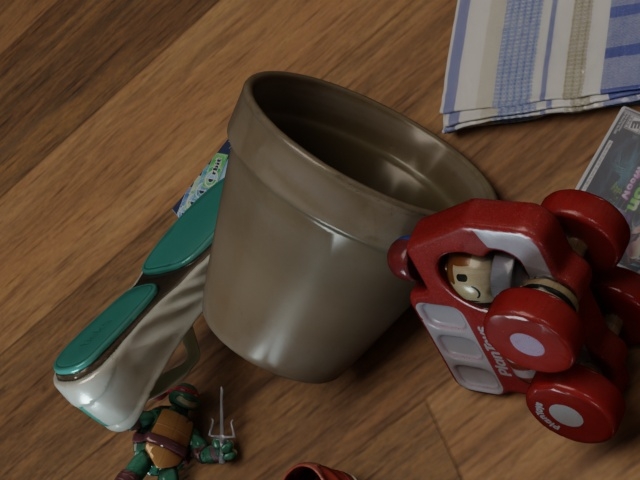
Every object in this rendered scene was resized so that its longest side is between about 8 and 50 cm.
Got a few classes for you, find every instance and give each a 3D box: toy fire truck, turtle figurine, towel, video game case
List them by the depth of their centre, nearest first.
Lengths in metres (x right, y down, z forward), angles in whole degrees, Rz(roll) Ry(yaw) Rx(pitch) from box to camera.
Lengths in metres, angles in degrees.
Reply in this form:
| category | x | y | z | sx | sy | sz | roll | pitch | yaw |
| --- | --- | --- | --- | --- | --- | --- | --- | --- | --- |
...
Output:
| category | x | y | z | sx | sy | sz | roll | pitch | yaw |
| --- | --- | --- | --- | --- | --- | --- | --- | --- | --- |
| toy fire truck | 0.199 | 0.071 | 1.827 | 0.254 | 0.302 | 0.169 | 4 | 52 | 36 |
| video game case | 0.354 | -0.038 | 1.929 | 0.173 | 0.022 | 0.190 | 30 | 90 | 43 |
| towel | 0.275 | -0.236 | 2.080 | 0.285 | 0.034 | 0.209 | -7 | 64 | 35 |
| turtle figurine | -0.190 | 0.253 | 2.183 | 0.175 | 0.118 | 0.234 | 18 | 69 | 3 |

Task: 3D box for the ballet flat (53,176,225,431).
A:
| category | x | y | z | sx | sy | sz | roll | pitch | yaw |
| --- | --- | --- | --- | --- | --- | --- | --- | --- | --- |
| ballet flat | -0.175 | 0.079 | 2.155 | 0.139 | 0.139 | 0.400 | 4 | 43 | 40 |

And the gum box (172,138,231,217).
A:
| category | x | y | z | sx | sy | sz | roll | pitch | yaw |
| --- | --- | --- | --- | --- | --- | --- | --- | --- | --- |
| gum box | -0.095 | -0.045 | 2.288 | 0.157 | 0.041 | 0.184 | -52 | 48 | 9 |

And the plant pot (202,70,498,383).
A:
| category | x | y | z | sx | sy | sz | roll | pitch | yaw |
| --- | --- | --- | --- | --- | --- | --- | --- | --- | --- |
| plant pot | 0.000 | 0.000 | 2.038 | 0.323 | 0.323 | 0.280 | 48 | 118 | 42 |

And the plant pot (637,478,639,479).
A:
| category | x | y | z | sx | sy | sz | roll | pitch | yaw |
| --- | --- | --- | --- | --- | --- | --- | --- | --- | --- |
| plant pot | 0.338 | 0.275 | 1.755 | 0.081 | 0.083 | 0.081 | -37 | 51 | 21 |

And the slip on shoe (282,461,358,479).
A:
| category | x | y | z | sx | sy | sz | roll | pitch | yaw |
| --- | --- | --- | --- | --- | --- | --- | --- | --- | --- |
| slip on shoe | 0.005 | 0.382 | 1.921 | 0.123 | 0.101 | 0.331 | -35 | 39 | 26 |
